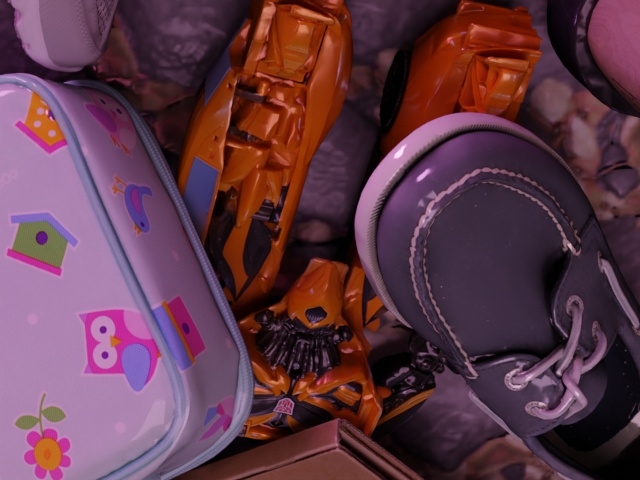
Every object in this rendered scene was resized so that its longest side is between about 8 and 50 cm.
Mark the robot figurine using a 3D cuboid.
[{"bbox_3d":[0.000,0.000,0.914,0.211,0.085,0.291,11,120,-11],"label":"robot figurine"}]

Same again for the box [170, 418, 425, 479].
[{"bbox_3d":[-0.019,0.174,1.003,0.201,0.021,0.164,-23,135,31],"label":"box"}]

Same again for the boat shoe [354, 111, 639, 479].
[{"bbox_3d":[0.123,0.047,0.879,0.116,0.099,0.319,-42,140,-1],"label":"boat shoe"}]

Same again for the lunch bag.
[{"bbox_3d":[-0.183,0.063,0.870,0.279,0.108,0.224,-29,85,21],"label":"lunch bag"}]

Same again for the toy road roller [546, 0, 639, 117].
[{"bbox_3d":[0.291,-0.076,0.823,0.240,0.202,0.329,-44,113,9],"label":"toy road roller"}]

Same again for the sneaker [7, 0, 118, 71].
[{"bbox_3d":[-0.072,-0.197,0.778,0.115,0.105,0.281,13,119,-11],"label":"sneaker"}]
